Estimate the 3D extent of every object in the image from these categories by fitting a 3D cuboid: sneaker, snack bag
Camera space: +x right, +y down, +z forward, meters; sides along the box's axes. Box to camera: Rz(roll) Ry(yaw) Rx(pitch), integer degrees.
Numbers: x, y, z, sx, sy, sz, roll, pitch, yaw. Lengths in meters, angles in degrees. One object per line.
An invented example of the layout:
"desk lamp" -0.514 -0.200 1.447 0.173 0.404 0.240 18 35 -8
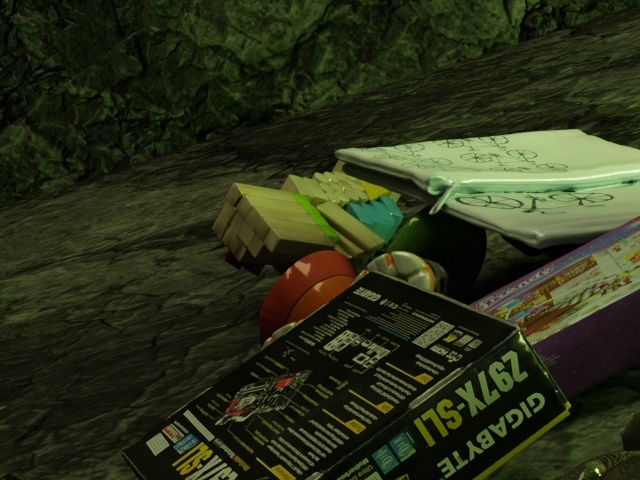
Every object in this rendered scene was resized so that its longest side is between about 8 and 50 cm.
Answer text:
"sneaker" 0.031 0.087 1.658 0.215 0.084 0.083 -37 -16 26
"snack bag" 0.232 -0.056 1.829 0.323 0.037 0.342 -5 16 -29

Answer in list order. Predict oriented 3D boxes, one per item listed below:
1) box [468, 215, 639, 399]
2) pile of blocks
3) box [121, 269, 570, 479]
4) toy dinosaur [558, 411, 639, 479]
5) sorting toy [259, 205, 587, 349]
"box" 0.225 0.052 1.516 0.293 0.057 0.201 -28 11 5
"pile of blocks" 0.000 0.000 2.213 0.362 0.149 0.113 -19 -37 -60
"box" 0.005 0.139 1.373 0.257 0.079 0.322 -37 15 -10
"toy dinosaur" 0.182 0.162 1.021 0.160 0.121 0.313 -31 7 2
"sorting toy" 0.122 0.050 1.797 0.365 0.127 0.126 -22 40 -31
